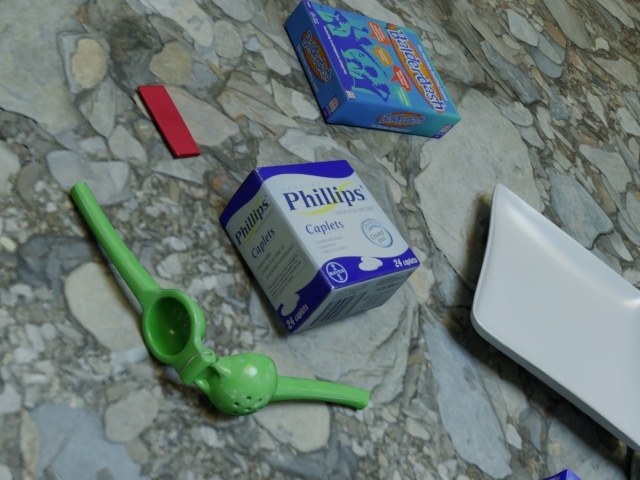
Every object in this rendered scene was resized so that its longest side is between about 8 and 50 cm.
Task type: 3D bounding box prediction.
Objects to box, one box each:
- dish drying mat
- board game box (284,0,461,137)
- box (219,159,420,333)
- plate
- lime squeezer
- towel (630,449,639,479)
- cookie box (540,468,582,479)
[{"bbox_3d":[-0.145,-0.114,0.693,0.032,0.008,0.083,-16,69,-47],"label":"dish drying mat"},{"bbox_3d":[0.071,-0.216,0.929,0.210,0.047,0.160,-1,60,-42],"label":"board game box"},{"bbox_3d":[0.000,0.000,0.668,0.126,0.072,0.137,-11,59,-46],"label":"box"},{"bbox_3d":[0.291,0.091,0.868,0.277,0.045,0.278,37,39,-9],"label":"plate"},{"bbox_3d":[-0.083,0.068,0.567,0.310,0.059,0.110,37,42,-11],"label":"lime squeezer"},{"bbox_3d":[0.441,0.395,0.761,0.312,0.056,0.324,41,40,-8],"label":"towel"},{"bbox_3d":[0.257,0.292,0.693,0.107,0.040,0.092,41,41,-7],"label":"cookie box"}]
